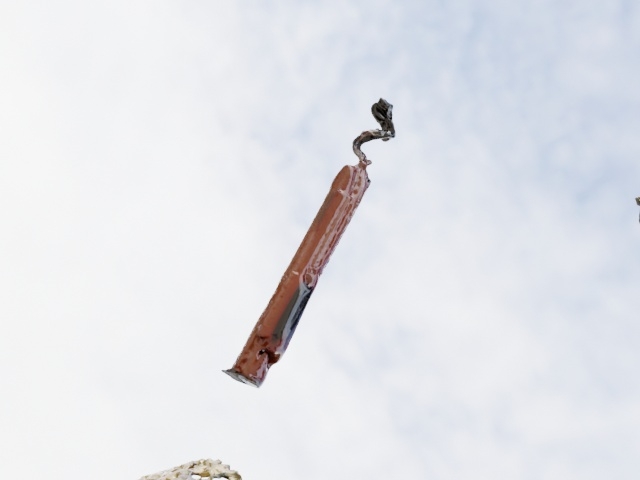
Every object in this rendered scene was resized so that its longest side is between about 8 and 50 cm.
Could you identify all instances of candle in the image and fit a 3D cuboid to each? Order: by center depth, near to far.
[{"bbox_3d":[0.001,0.000,1.018,0.021,0.167,0.026,37,-17,-27],"label":"candle"}]

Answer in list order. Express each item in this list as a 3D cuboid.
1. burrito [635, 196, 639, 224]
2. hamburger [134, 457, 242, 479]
[{"bbox_3d":[0.331,0.039,1.779,0.045,0.041,0.186,9,-57,57],"label":"burrito"},{"bbox_3d":[-0.108,0.237,1.004,0.244,0.244,0.163,2,-52,52],"label":"hamburger"}]
